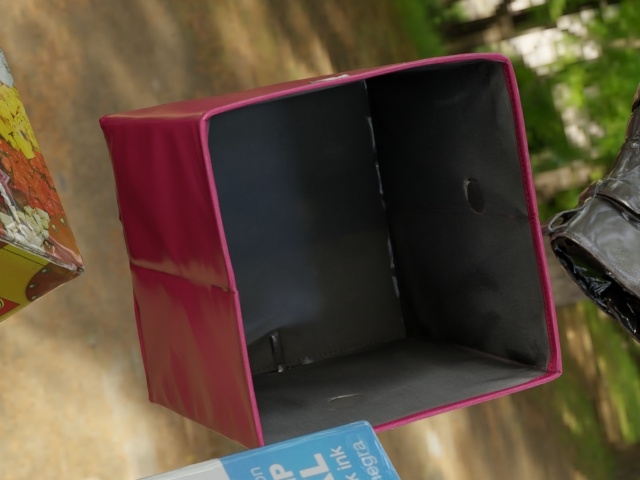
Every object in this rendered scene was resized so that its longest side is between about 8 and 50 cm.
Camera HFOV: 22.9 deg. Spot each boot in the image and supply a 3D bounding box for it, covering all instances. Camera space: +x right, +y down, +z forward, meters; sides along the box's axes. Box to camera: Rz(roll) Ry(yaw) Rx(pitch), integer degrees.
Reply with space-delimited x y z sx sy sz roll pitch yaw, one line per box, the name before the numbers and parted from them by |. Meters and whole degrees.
boot | 0.311 0.006 1.309 0.263 0.091 0.229 36 56 -8

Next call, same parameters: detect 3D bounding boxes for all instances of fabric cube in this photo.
fabric cube | 0.000 0.000 1.240 0.258 0.254 0.259 -170 -111 -66

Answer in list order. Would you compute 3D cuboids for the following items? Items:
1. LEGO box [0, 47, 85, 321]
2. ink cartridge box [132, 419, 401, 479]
LEGO box | -0.523 -0.024 1.473 0.372 0.500 0.193 66 14 23
ink cartridge box | -0.115 0.211 0.618 0.129 0.307 0.223 62 -31 31
